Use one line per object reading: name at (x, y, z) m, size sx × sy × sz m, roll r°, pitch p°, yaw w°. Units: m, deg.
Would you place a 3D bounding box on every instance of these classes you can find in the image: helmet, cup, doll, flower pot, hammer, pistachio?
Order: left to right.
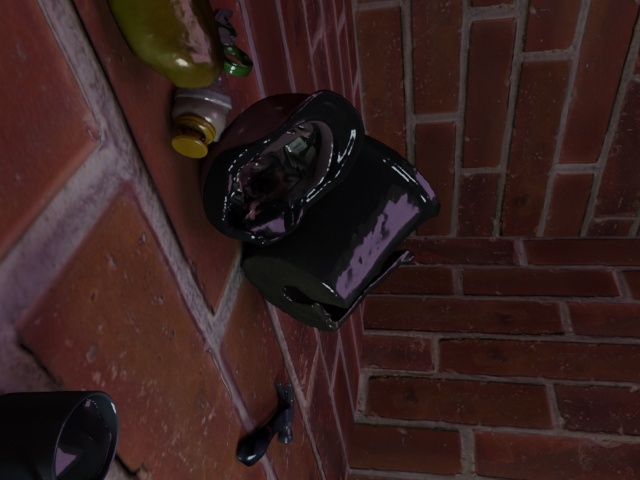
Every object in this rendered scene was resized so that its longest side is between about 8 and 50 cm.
cup at (-0.211, 0.157, 0.379) m, size 0.100 × 0.077 × 0.078 m, roll -62°, pitch 150°, yaw -67°
pistachio at (-0.171, -0.257, 0.551) m, size 0.110 × 0.100 × 0.189 m, roll -114°, pitch -175°, yaw -59°
doll at (-0.154, -0.169, 0.682) m, size 0.084 × 0.073 × 0.127 m, roll 79°, pitch 20°, yaw -64°
helmet at (-0.075, -0.117, 0.749) m, size 0.198 × 0.154 × 0.253 m, roll 20°, pitch 103°, yaw -55°
hammer at (-0.100, 0.372, 1.021) m, size 0.290 × 0.037 × 0.137 m, roll 18°, pitch 73°, yaw -78°
flower pot at (0.000, 0.000, 0.950) m, size 0.251 × 0.380 × 0.379 m, roll -59°, pitch 154°, yaw -27°

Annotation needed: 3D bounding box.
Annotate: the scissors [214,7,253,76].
scissors at (-0.147, -0.300, 0.751) m, size 0.027 × 0.101 × 0.204 m, roll -55°, pitch -155°, yaw 32°
